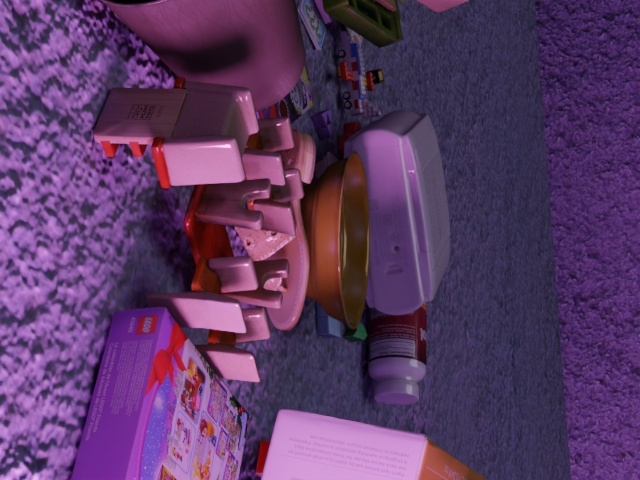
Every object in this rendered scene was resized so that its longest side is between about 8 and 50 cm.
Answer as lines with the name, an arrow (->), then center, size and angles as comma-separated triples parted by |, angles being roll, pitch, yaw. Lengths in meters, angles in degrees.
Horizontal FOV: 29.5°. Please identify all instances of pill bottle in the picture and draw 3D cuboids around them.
pill bottle -> 0.112, 0.158, 1.767 | 0.086, 0.086, 0.152 | 47, 41, -58

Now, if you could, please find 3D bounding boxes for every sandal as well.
sandal -> -0.063, -0.020, 1.390 | 0.079, 0.088, 0.240 | 16, 70, -32

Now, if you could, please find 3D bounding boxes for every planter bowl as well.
planter bowl -> 0.000, 0.000, 1.485 | 0.217, 0.090, 0.217 | 0, 90, -79

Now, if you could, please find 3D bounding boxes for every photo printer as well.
photo printer -> 0.117, -0.053, 1.745 | 0.307, 0.107, 0.256 | -48, 131, -73

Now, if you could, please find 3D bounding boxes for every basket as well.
basket -> -0.105, -0.238, 1.208 | 0.204, 0.154, 0.227 | -45, 150, -11

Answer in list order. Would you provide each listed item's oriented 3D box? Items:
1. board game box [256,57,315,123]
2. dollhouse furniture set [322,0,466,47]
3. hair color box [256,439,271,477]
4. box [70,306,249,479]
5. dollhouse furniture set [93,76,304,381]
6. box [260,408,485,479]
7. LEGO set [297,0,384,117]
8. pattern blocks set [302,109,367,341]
board game box -> -0.090, -0.298, 1.427 | 0.208, 0.056, 0.347 | -47, 127, -60
dollhouse furniture set -> 0.107, -0.465, 1.743 | 0.151, 0.197, 0.301 | 17, 61, -53
hair color box -> -0.014, 0.275, 1.404 | 0.141, 0.072, 0.043 | 58, 32, -51
box -> -0.146, 0.234, 1.074 | 0.201, 0.057, 0.293 | 61, 29, -47
dollhouse furniture set -> -0.118, -0.033, 1.198 | 0.259, 0.135, 0.262 | 79, 17, -46
box -> 0.028, 0.372, 1.235 | 0.215, 0.168, 0.345 | 42, 59, -59
LEGO set -> 0.047, -0.299, 1.783 | 0.182, 0.060, 0.244 | -76, 149, -42
pattern blocks set -> 0.029, -0.021, 1.688 | 0.285, 0.026, 0.325 | 5, 79, -70
